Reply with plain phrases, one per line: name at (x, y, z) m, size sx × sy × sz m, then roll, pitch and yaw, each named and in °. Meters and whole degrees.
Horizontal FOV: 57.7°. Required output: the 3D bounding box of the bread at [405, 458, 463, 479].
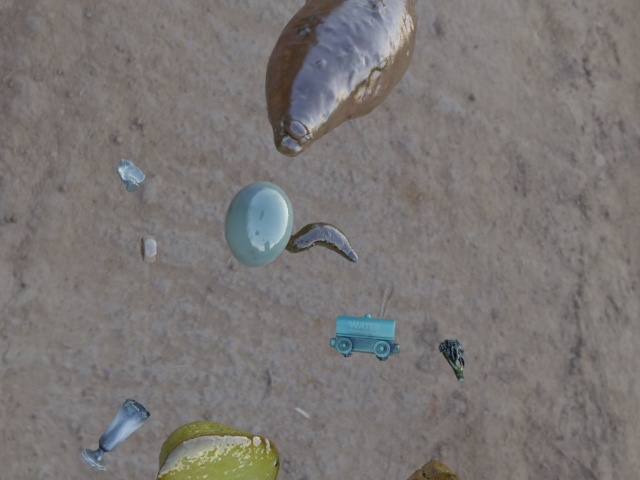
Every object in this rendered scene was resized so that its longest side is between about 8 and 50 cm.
bread at (0.198, 0.490, 1.015) m, size 0.167 × 0.294 × 0.132 m, roll -42°, pitch 78°, yaw -8°

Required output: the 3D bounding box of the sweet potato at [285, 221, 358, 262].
sweet potato at (-0.001, -0.003, 2.037) m, size 0.310 × 0.098 × 0.123 m, roll 8°, pitch 109°, yaw -21°

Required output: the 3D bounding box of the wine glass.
wine glass at (-0.471, 0.447, 1.341) m, size 0.072 × 0.072 × 0.155 m, roll 43°, pitch 80°, yaw -15°

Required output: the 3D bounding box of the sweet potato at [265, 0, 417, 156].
sweet potato at (0.025, -0.181, 0.561) m, size 0.131 × 0.131 × 0.336 m, roll 32°, pitch 48°, yaw -20°

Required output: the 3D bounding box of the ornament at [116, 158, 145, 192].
ornament at (-0.463, -0.160, 1.407) m, size 0.069 × 0.041 × 0.092 m, roll 30°, pitch 30°, yaw -22°

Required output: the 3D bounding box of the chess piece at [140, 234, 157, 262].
chess piece at (-0.509, 0.025, 1.719) m, size 0.038 × 0.084 × 0.083 m, roll -5°, pitch 80°, yaw -27°

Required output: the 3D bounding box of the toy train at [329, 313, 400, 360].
toy train at (0.159, 0.338, 2.054) m, size 0.249 × 0.101 × 0.159 m, roll 5°, pitch 75°, yaw 10°

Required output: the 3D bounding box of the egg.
egg at (-0.136, -0.035, 1.280) m, size 0.150 × 0.149 × 0.192 m, roll 14°, pitch 88°, yaw -27°

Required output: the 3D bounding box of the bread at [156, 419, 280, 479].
bread at (-0.128, 0.263, 0.628) m, size 0.188 × 0.065 × 0.149 m, roll 27°, pitch 90°, yaw -50°

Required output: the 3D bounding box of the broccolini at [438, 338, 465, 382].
broccolini at (0.455, 0.419, 1.993) m, size 0.091 × 0.068 × 0.202 m, roll 16°, pitch 35°, yaw -5°
